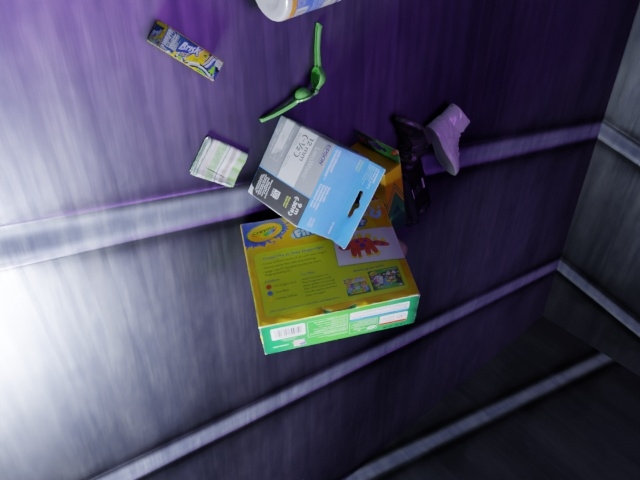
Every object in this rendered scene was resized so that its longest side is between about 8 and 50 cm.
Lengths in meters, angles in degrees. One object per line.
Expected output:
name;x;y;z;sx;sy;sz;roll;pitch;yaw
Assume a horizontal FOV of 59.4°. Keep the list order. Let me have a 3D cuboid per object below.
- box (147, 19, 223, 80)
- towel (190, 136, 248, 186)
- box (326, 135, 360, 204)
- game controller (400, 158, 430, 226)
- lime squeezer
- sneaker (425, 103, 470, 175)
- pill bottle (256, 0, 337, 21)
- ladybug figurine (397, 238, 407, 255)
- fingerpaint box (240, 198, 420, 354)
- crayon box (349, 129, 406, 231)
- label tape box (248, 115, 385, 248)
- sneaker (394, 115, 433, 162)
box;-0.310;-0.437;1.298;0.168;0.059;0.054;22;102;-51
towel;-0.273;-0.211;1.536;0.152;0.023;0.113;17;106;-51
box;0.038;-0.200;1.765;0.108;0.153;0.207;-30;135;-27
game controller;0.356;-0.193;2.187;0.167;0.067;0.319;-55;145;-23
lime squeezer;-0.047;-0.440;1.573;0.110;0.058;0.311;26;99;-52
sneaker;0.518;-0.389;2.157;0.169;0.108;0.292;-45;140;-6
pill bottle;-0.020;-0.646;1.367;0.272;0.152;0.152;-31;137;-27
ladybug figurine;0.140;0.101;1.990;0.305;0.162;0.449;-29;166;-35
fingerpaint box;0.016;0.096;1.646;0.444;0.371;0.163;-11;142;-8
crayon box;0.179;-0.193;1.878;0.081;0.202;0.319;-36;137;-22
label tape box;-0.021;-0.167;1.566;0.115;0.347;0.249;12;109;-49
sneaker;0.315;-0.352;1.989;0.227;0.087;0.130;25;93;-57
